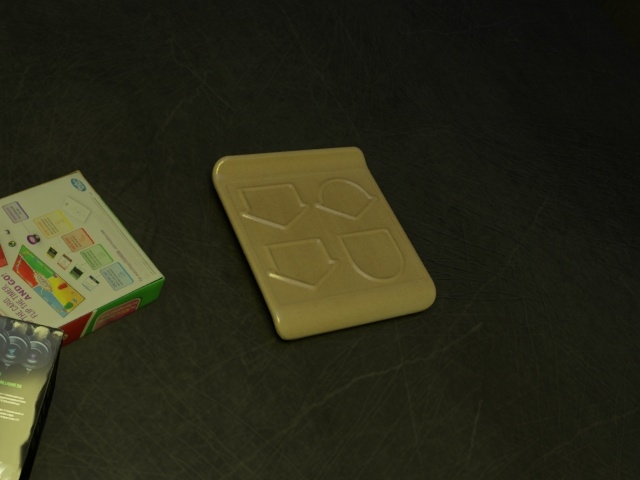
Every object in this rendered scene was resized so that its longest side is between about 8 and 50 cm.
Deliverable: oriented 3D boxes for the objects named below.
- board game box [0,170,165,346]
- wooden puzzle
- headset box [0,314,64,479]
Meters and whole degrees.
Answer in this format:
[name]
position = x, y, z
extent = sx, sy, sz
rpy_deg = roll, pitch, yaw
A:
[board game box]
position = -0.427, 0.046, 1.118
extent = 0.316, 0.064, 0.242
rpy_deg = -27, 68, -39
[wooden puzzle]
position = 0.000, 0.000, 1.360
extent = 0.322, 0.080, 0.348
rpy_deg = -9, 62, -30
[headset box]
position = -0.376, 0.225, 0.826
extent = 0.131, 0.246, 0.283
rpy_deg = 16, 64, -14
